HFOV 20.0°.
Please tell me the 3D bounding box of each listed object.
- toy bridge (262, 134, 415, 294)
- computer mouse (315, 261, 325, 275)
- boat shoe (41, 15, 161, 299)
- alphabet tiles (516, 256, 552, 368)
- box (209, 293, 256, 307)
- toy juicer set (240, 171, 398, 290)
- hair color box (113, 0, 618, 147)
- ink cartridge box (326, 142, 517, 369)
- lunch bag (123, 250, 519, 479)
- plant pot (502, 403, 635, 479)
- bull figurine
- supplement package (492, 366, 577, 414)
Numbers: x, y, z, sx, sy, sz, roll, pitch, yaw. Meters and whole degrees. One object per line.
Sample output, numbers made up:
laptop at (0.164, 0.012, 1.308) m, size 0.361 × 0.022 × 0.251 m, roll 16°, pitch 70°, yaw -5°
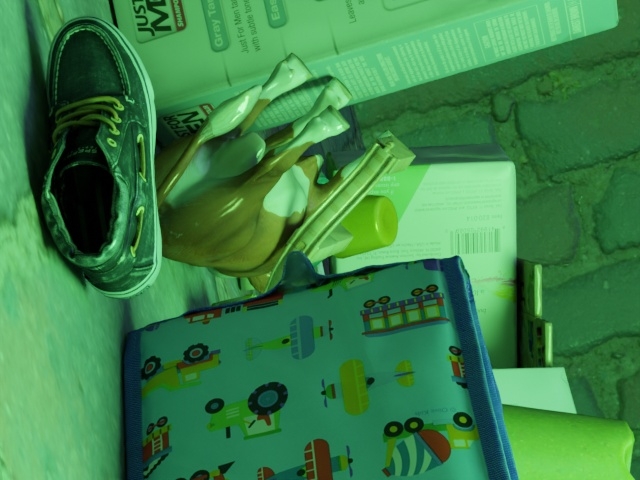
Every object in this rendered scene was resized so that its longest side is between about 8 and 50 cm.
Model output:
toy bridge at (0.000, 0.000, 1.318) m, size 0.026 × 0.188 × 0.063 m, roll 42°, pitch 25°, yaw 15°
computer mouse at (-0.018, 0.027, 1.998) m, size 0.193 × 0.042 × 0.106 m, roll -100°, pitch 179°, yaw -82°
boat shoe at (-0.133, -0.061, 1.075) m, size 0.083 × 0.065 × 0.183 m, roll 60°, pitch 17°, yaw -71°
alphabet tiles at (0.228, 0.163, 2.058) m, size 0.342 × 0.011 × 0.285 m, roll -148°, pitch -123°, yaw -86°
box at (-0.051, 0.139, 1.413) m, size 0.109 × 0.042 × 0.178 m, roll -61°, pitch 137°, yaw -80°
toy juicer set at (-0.036, 0.009, 1.754) m, size 0.329 × 0.089 × 0.209 m, roll 34°, pitch 56°, yaw -55°
hair color box at (0.026, -0.215, 1.423) m, size 0.113 × 0.374 × 0.185 m, roll 54°, pitch 22°, yaw -72°
ink cartridge box at (0.115, 0.076, 2.064) m, size 0.119 × 0.207 × 0.353 m, roll -112°, pitch -161°, yaw -76°
lunch bag at (0.000, 0.125, 1.084) m, size 0.138 × 0.221 × 0.293 m, roll 67°, pitch 10°, yaw -52°
plant pot at (0.120, 0.230, 1.444) m, size 0.276 × 0.254 × 0.276 m, roll 0°, pitch 90°, yaw -87°
bull figurine at (-0.044, -0.039, 1.353) m, size 0.101 × 0.188 × 0.310 m, roll 48°, pitch 10°, yaw 8°
supplement package at (0.136, 0.243, 1.795) m, size 0.262 × 0.145 × 0.204 m, roll 2°, pitch 68°, yaw -44°
